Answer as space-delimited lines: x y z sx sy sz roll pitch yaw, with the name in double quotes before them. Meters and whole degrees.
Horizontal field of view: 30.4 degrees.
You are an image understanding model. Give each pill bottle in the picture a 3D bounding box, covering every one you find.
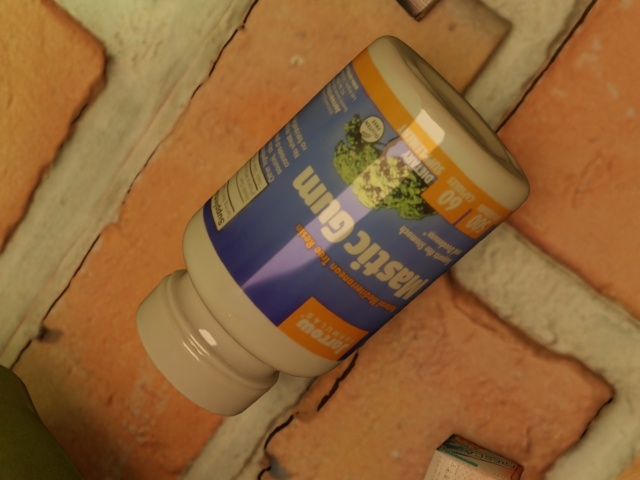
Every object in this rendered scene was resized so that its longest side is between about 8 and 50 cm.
"pill bottle" 0.000 0.000 0.833 0.272 0.152 0.152 -43 79 16

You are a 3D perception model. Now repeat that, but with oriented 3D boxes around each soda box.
"soda box" 0.086 0.239 0.865 0.063 0.058 0.183 23 99 16

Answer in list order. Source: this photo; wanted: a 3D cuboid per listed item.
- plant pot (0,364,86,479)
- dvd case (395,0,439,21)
"plant pot" -0.277 0.287 0.844 0.366 0.366 0.353 -38 61 17
"dvd case" 0.093 -0.297 0.858 0.221 0.018 0.164 -45 78 16
